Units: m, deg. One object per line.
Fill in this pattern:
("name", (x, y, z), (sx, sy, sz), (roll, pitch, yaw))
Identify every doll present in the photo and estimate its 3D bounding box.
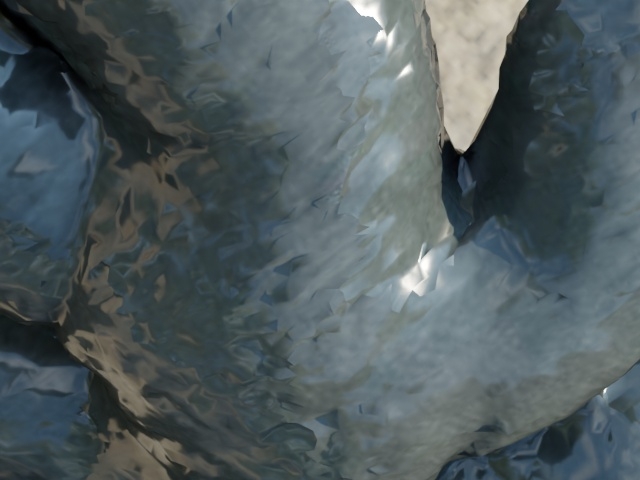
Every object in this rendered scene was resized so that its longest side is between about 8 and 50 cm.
("doll", (0.002, -0.003, 0.479), (0.246, 0.158, 0.340), (-30, 121, 22))
